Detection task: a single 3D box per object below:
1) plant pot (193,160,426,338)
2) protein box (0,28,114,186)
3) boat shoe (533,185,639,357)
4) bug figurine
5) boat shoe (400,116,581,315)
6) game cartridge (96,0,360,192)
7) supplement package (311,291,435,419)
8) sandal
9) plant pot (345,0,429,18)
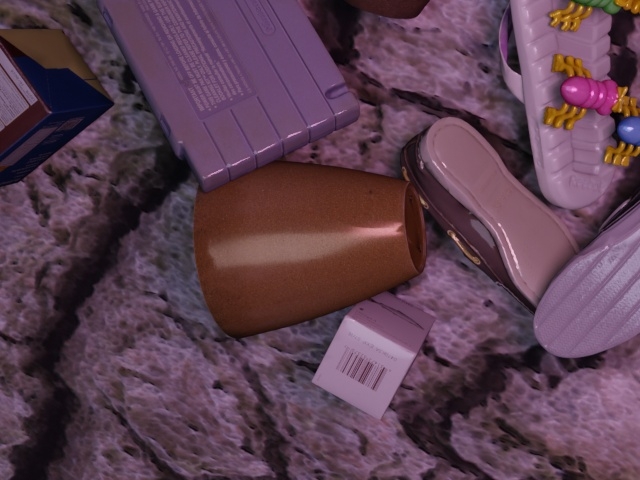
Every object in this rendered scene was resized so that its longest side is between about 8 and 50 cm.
[{"bbox_3d":[0.000,0.000,1.390,0.254,0.237,0.237,-5,99,18],"label":"plant pot"},{"bbox_3d":[-0.432,-0.176,1.487,0.201,0.200,0.136,-35,91,17],"label":"protein box"},{"bbox_3d":[0.399,0.013,1.330,0.121,0.119,0.335,45,106,3],"label":"boat shoe"},{"bbox_3d":[0.366,-0.227,1.294,0.216,0.072,0.279,1,98,-31],"label":"bug figurine"},{"bbox_3d":[0.228,-0.014,1.414,0.324,0.116,0.096,49,151,-8],"label":"boat shoe"},{"bbox_3d":[-0.132,-0.255,1.382,0.230,0.068,0.355,-27,74,-5],"label":"game cartridge"},{"bbox_3d":[0.074,0.143,1.437,0.105,0.179,0.105,28,106,7],"label":"supplement package"},{"bbox_3d":[0.280,-0.244,1.350,0.102,0.169,0.416,9,107,53],"label":"sandal"},{"bbox_3d":[0.102,-0.399,1.329,0.215,0.215,0.230,21,118,9],"label":"plant pot"}]
